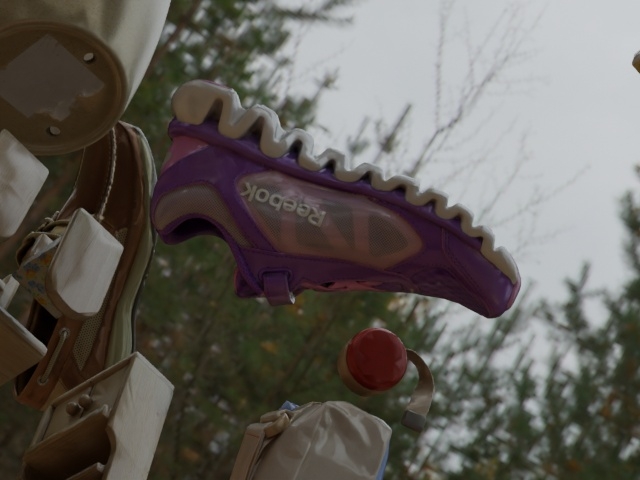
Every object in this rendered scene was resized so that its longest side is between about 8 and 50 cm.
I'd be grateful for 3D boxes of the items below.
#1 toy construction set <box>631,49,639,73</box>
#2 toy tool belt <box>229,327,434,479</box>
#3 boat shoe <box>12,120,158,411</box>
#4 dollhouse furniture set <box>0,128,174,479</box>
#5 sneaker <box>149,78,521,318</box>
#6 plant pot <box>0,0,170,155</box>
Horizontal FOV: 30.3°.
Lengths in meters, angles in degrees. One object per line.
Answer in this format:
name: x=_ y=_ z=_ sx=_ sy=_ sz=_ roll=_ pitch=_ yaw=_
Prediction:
toy construction set: x=0.310 y=-0.103 z=0.513 sx=0.328 sy=0.151 sz=0.215 roll=-9 pitch=-54 yaw=49
toy tool belt: x=-0.002 y=0.069 z=0.361 sx=0.052 sy=0.083 sz=0.051 roll=26 pitch=-24 yaw=-10
boat shoe: x=-0.253 y=0.028 z=1.242 sx=0.120 sy=0.323 sz=0.123 roll=11 pitch=-11 yaw=-34
dollhouse furniture set: x=-0.228 y=0.095 z=0.792 sx=0.212 sy=0.161 sz=0.242 roll=-31 pitch=-64 yaw=25
sneaker: x=0.000 y=0.000 z=0.700 sx=0.236 sy=0.104 sz=0.095 roll=25 pitch=-13 yaw=6
plant pot: x=-0.233 y=-0.205 z=0.986 sx=0.256 sy=0.257 sz=0.274 roll=46 pitch=20 yaw=-39
